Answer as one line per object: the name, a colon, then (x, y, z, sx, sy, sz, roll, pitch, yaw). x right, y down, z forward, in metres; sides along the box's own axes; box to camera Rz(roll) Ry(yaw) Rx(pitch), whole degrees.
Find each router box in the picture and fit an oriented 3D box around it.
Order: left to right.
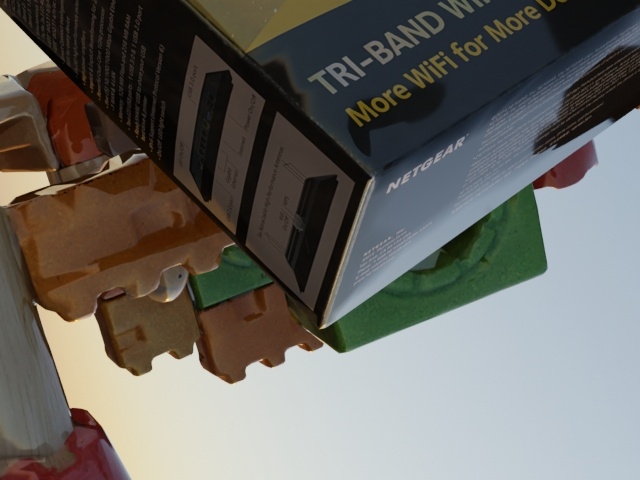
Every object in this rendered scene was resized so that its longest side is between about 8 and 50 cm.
router box: (0.034, -0.143, 0.488, 0.243, 0.309, 0.081, 43, -34, 19)

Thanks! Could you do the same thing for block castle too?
block castle: (0.000, 0.000, 0.672, 0.303, 0.453, 0.212, 31, -42, 62)
